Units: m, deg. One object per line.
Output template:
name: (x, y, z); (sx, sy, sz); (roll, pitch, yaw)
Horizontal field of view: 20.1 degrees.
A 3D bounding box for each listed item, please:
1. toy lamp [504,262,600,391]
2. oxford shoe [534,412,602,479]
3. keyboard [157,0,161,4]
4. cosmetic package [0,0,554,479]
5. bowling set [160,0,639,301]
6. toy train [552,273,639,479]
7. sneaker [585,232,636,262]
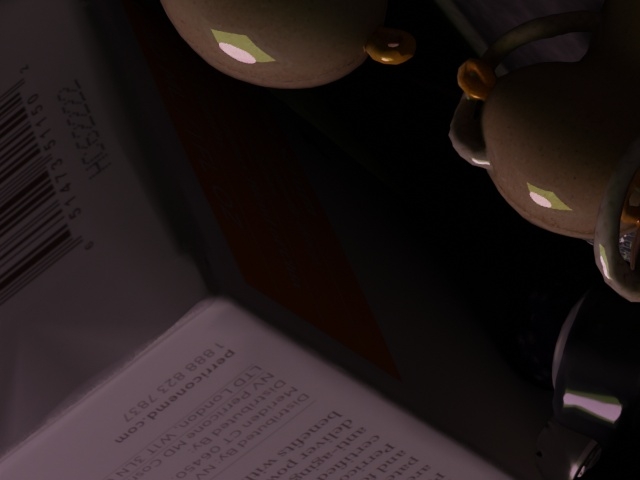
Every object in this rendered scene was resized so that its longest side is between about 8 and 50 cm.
toy lamp: (0.176, 0.056, 0.845); (0.080, 0.080, 0.274); (38, 170, -20)
oxford shoe: (0.162, 0.131, 0.702); (0.227, 0.083, 0.096); (36, -168, -51)
keyboard: (-0.072, -0.137, 0.808); (0.201, 0.033, 0.317); (22, 171, 13)
cosmetic package: (-0.013, 0.071, 0.926); (0.453, 0.161, 0.230); (36, -158, -50)
bowling set: (0.121, -0.019, 0.408); (0.287, 0.154, 0.200); (32, 170, 18)
toy train: (0.210, 0.120, 0.497); (0.334, 0.190, 0.142); (18, -164, 22)
sneaker: (0.187, 0.043, 0.627); (0.299, 0.112, 0.121); (34, 171, 10)
